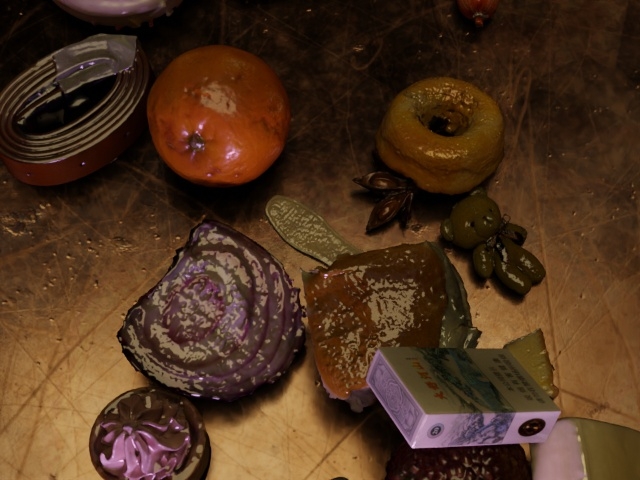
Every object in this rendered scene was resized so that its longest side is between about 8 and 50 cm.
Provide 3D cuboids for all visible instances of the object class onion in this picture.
[{"bbox_3d":[-0.184,0.154,1.865,0.280,0.146,0.314,39,62,-1],"label":"onion"}]

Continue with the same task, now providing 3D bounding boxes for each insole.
[{"bbox_3d":[0.000,0.000,1.992,0.248,0.011,0.081,35,71,12],"label":"insole"}]

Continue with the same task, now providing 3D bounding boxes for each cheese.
[{"bbox_3d":[0.449,0.427,1.714,0.124,0.242,0.265,-21,61,38],"label":"cheese"}]

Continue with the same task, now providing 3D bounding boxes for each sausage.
[{"bbox_3d":[0.316,-0.566,2.188,0.093,0.093,0.312,2,69,-1],"label":"sausage"}]

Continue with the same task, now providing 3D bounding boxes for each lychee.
[{"bbox_3d":[0.224,0.398,1.726,0.236,0.236,0.271,-15,89,-7],"label":"lychee"}]

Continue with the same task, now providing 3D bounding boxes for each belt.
[{"bbox_3d":[-0.456,-0.247,2.027,0.338,0.122,0.217,-37,75,-13],"label":"belt"}]

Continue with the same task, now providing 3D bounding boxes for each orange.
[{"bbox_3d":[-0.183,-0.223,1.949,0.261,0.261,0.261,0,68,-1],"label":"orange"}]

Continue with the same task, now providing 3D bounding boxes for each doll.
[{"bbox_3d":[0.323,0.002,1.957,0.209,0.097,0.137,43,67,9],"label":"doll"}]

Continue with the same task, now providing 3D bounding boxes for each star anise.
[{"bbox_3d":[0.139,-0.109,2.017,0.157,0.053,0.212,38,74,13],"label":"star anise"}]

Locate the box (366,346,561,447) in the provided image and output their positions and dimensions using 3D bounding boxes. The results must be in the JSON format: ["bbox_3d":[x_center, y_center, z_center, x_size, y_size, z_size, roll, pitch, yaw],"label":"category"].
[{"bbox_3d":[0.219,0.237,1.663,0.256,0.069,0.164,4,30,-30],"label":"box"}]

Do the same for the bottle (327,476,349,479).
[{"bbox_3d":[-0.088,0.504,1.707,0.347,0.168,0.168,-19,69,-4],"label":"bottle"}]

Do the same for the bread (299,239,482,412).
[{"bbox_3d":[0.124,0.142,1.820,0.279,0.225,0.250,-15,74,1],"label":"bread"}]

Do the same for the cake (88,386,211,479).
[{"bbox_3d":[-0.275,0.332,1.764,0.207,0.178,0.185,34,70,9],"label":"cake"}]

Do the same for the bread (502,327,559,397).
[{"bbox_3d":[0.363,0.225,1.872,0.084,0.080,0.109,-19,67,-6],"label":"bread"}]

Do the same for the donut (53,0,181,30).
[{"bbox_3d":[-0.399,-0.588,2.150,0.382,0.142,0.383,1,69,-2],"label":"donut"}]

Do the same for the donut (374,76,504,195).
[{"bbox_3d":[0.227,-0.195,2.006,0.253,0.118,0.253,1,53,-2],"label":"donut"}]
